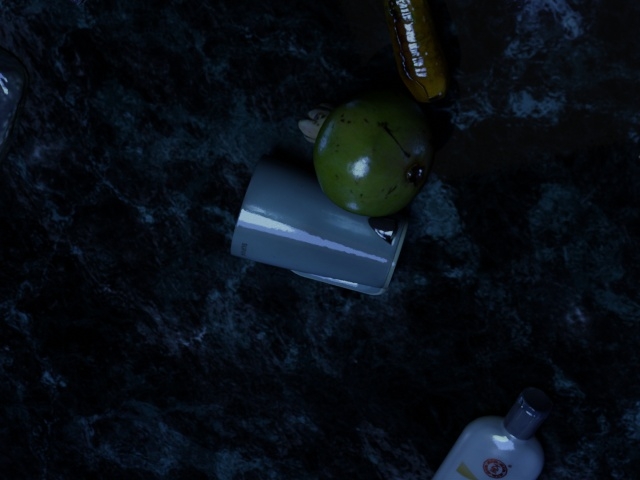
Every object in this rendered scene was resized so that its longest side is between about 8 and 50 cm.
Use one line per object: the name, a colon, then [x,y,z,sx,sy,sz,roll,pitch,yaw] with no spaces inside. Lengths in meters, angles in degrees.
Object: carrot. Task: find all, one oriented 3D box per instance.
carrot: [0.122,-0.313,1.823,0.070,0.070,0.260,-4,116,23]

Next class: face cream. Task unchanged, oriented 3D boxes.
face cream: [0.284,0.350,2.164,0.144,0.071,0.291,29,126,2]

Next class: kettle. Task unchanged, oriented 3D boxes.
kettle: [0.000,0.000,2.025,0.243,0.160,0.210,19,144,2]

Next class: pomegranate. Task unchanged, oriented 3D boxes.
pomegranate: [0.055,-0.121,1.901,0.210,0.179,0.179,-3,119,31]

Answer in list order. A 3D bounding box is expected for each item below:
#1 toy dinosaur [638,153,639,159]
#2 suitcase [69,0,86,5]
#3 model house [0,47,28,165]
toy dinosaur: [0.554,-0.050,1.808,0.279,0.055,0.101,33,132,27]
suitcase: [-0.369,-0.407,1.957,0.126,0.059,0.086,41,127,-7]
model house: [-0.626,-0.161,2.073,0.190,0.301,0.271,37,127,5]
